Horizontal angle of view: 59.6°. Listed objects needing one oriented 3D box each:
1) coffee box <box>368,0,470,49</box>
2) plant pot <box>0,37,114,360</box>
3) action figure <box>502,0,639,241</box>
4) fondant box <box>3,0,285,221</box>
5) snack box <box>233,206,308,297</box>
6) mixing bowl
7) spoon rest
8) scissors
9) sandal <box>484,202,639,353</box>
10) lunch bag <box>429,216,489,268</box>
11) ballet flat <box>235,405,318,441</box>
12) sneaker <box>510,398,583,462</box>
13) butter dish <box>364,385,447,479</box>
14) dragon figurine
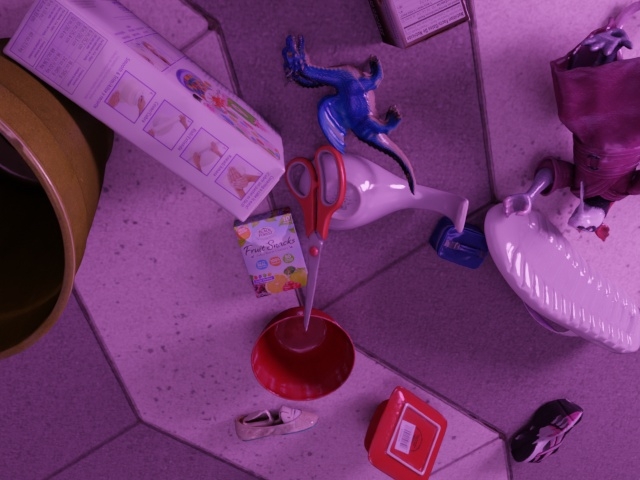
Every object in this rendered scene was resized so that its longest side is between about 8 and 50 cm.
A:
[{"bbox_3d":[0.097,-0.395,0.743,0.098,0.141,0.246,-24,115,5],"label":"coffee box"},{"bbox_3d":[-0.427,-0.098,0.698,0.366,0.353,0.366,0,120,0],"label":"plant pot"},{"bbox_3d":[0.444,-0.161,0.890,0.248,0.276,0.370,11,136,22],"label":"action figure"},{"bbox_3d":[-0.204,-0.190,0.751,0.330,0.238,0.096,35,105,-18],"label":"fondant box"},{"bbox_3d":[-0.082,0.022,0.966,0.100,0.037,0.141,-14,114,0],"label":"snack box"},{"bbox_3d":[-0.033,0.187,1.011,0.181,0.098,0.181,-2,115,-4],"label":"mixing bowl"},{"bbox_3d":[0.100,-0.069,0.932,0.276,0.084,0.137,10,112,5],"label":"spoon rest"},{"bbox_3d":[0.000,0.000,0.893,0.109,0.021,0.297,-4,92,28],"label":"scissors"},{"bbox_3d":[0.420,0.093,1.005,0.416,0.169,0.102,36,146,-18],"label":"sandal"},{"bbox_3d":[0.247,0.007,0.975,0.098,0.065,0.067,16,111,-11],"label":"lunch bag"},{"bbox_3d":[-0.088,0.357,1.106,0.168,0.057,0.052,-13,105,0],"label":"ballet flat"},{"bbox_3d":[0.485,0.405,1.181,0.077,0.072,0.178,26,117,-28],"label":"sneaker"},{"bbox_3d":[0.149,0.389,1.114,0.160,0.118,0.160,39,63,-21],"label":"butter dish"},{"bbox_3d":[0.043,-0.188,0.857,0.144,0.085,0.289,-23,111,6],"label":"dragon figurine"}]
